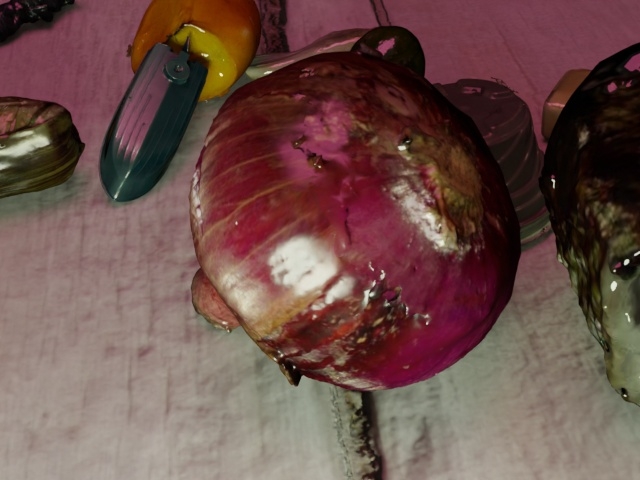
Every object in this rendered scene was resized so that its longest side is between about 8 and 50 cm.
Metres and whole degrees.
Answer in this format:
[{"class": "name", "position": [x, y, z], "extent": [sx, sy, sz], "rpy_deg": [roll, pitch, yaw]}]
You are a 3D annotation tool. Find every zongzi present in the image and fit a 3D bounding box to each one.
[{"class": "zongzi", "position": [-0.455, -0.072, 1.485], "extent": [0.285, 0.134, 0.288], "rpy_deg": [0, 36, 13]}]

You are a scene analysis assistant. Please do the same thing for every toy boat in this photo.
[{"class": "toy boat", "position": [-0.222, -0.147, 1.587], "extent": [0.092, 0.103, 0.246], "rpy_deg": [27, 57, -12]}]

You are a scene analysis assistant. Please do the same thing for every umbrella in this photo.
[{"class": "umbrella", "position": [-0.473, -0.361, 1.950], "extent": [0.071, 0.080, 0.224], "rpy_deg": [47, 58, 8]}]

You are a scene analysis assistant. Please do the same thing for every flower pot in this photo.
[{"class": "flower pot", "position": [0.169, -0.098, 1.426], "extent": [0.235, 0.141, 0.235], "rpy_deg": [-3, 36, 2]}]

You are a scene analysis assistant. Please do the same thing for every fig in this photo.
[{"class": "fig", "position": [0.064, -0.200, 1.618], "extent": [0.117, 0.117, 0.177], "rpy_deg": [21, 64, 32]}]

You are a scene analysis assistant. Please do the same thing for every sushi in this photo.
[{"class": "sushi", "position": [0.364, -0.004, 1.146], "extent": [0.281, 0.299, 0.294], "rpy_deg": [-26, 32, 11]}]

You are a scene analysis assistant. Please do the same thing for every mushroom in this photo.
[{"class": "mushroom", "position": [-0.008, -0.260, 1.755], "extent": [0.202, 0.054, 0.059], "rpy_deg": [-13, 31, 0]}]

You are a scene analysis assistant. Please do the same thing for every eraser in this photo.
[{"class": "eraser", "position": [0.376, -0.162, 1.547], "extent": [0.172, 0.058, 0.117], "rpy_deg": [13, 40, 25]}]

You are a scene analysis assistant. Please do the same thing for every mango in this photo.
[{"class": "mango", "position": [-0.171, -0.306, 1.760], "extent": [0.187, 0.138, 0.257], "rpy_deg": [-25, 33, 25]}]

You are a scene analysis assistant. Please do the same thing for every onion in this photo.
[{"class": "onion", "position": [0.000, 0.000, 1.223], "extent": [0.385, 0.348, 0.348], "rpy_deg": [-28, 18, 41]}]
